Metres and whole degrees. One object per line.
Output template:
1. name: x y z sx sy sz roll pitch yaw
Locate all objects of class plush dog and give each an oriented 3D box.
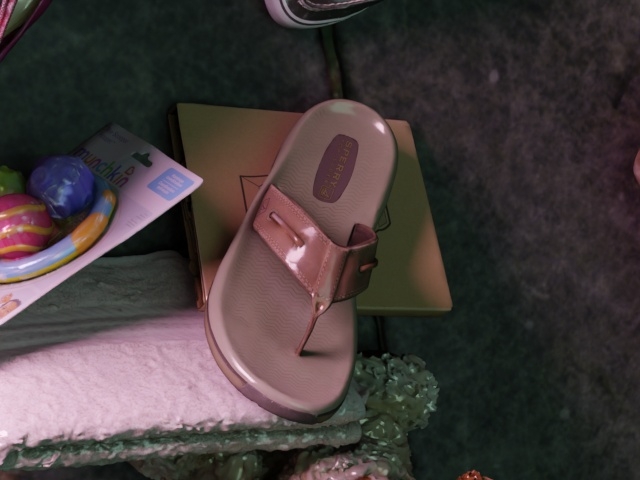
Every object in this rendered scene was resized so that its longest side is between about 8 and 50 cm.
1. plush dog: -0.001 0.202 1.264 0.262 0.225 0.211 -4 101 -27

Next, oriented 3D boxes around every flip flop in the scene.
1. flip flop: 0.000 0.000 1.210 0.112 0.080 0.277 25 53 -8

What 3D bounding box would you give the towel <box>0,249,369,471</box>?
1. towel: -0.118 0.079 1.208 0.282 0.187 0.049 -2 125 -28

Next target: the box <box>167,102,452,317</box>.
1. box: -0.008 -0.022 1.290 0.201 0.021 0.164 3 63 -27

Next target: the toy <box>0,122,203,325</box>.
1. toy: -0.211 -0.009 1.166 0.237 0.137 0.056 -39 128 -15

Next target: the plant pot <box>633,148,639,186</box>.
1. plant pot: 0.383 -0.024 1.433 0.229 0.263 0.263 45 77 -8

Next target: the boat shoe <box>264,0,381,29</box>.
1. boat shoe: 0.057 -0.225 1.309 0.219 0.070 0.078 -32 112 -19

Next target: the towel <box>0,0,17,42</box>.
1. towel: -0.329 -0.203 1.037 0.329 0.037 0.237 20 89 4

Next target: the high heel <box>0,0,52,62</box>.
1. high heel: -0.220 -0.154 1.151 0.244 0.117 0.082 -47 116 -13
